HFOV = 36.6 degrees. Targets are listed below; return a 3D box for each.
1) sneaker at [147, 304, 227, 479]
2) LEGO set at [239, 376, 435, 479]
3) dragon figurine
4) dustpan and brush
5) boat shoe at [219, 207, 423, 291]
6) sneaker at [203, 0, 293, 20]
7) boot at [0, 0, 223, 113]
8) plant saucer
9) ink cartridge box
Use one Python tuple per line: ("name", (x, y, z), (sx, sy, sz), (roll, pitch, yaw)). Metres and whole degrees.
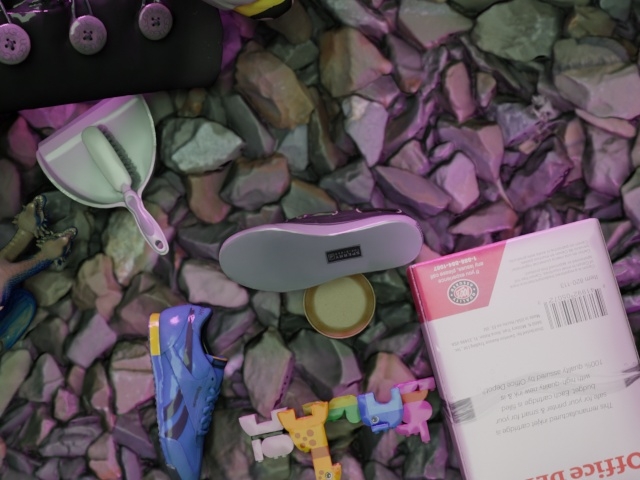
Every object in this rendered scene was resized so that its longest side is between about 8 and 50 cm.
("sneaker", (-0.144, 0.177, 1.096), (0.082, 0.069, 0.209), (-7, 84, 0))
("LEGO set", (0.024, 0.221, 1.070), (0.227, 0.087, 0.093), (-12, 84, 4))
("dragon figurine", (-0.386, 0.081, 1.113), (0.085, 0.144, 0.289), (37, 108, 5))
("dustpan and brush", (-0.231, -0.069, 1.128), (0.147, 0.060, 0.211), (-34, 83, 1))
("boat shoe", (0.000, 0.000, 1.100), (0.228, 0.076, 0.080), (-11, 111, 1))
("sneaker", (-0.051, -0.405, 1.012), (0.147, 0.145, 0.385), (31, 75, -36))
("boot", (-0.311, -0.152, 1.031), (0.146, 0.445, 0.367), (26, 127, 42))
("plant saucer", (0.022, 0.071, 1.119), (0.083, 0.015, 0.083), (0, 84, 4))
("ink cartridge box", (0.228, 0.140, 1.046), (0.207, 0.117, 0.283), (-14, 83, 3))
